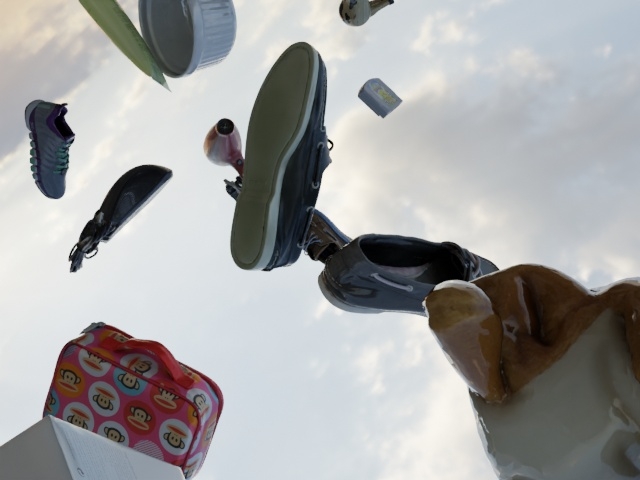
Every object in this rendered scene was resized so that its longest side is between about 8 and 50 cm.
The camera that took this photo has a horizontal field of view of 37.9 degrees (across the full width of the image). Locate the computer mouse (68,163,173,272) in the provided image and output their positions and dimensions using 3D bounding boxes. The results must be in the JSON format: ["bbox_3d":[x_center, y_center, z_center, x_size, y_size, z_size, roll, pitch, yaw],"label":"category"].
[{"bbox_3d":[-0.383,-0.068,1.762,0.188,0.072,0.272,-41,-172,50],"label":"computer mouse"}]

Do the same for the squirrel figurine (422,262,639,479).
[{"bbox_3d":[0.331,0.110,0.831,0.370,0.281,0.397,-19,176,16],"label":"squirrel figurine"}]

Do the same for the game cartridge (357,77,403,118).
[{"bbox_3d":[0.082,-0.201,1.302,0.017,0.056,0.083,-51,178,29],"label":"game cartridge"}]

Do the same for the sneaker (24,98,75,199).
[{"bbox_3d":[-0.567,-0.189,1.999,0.098,0.223,0.083,6,-154,24],"label":"sneaker"}]

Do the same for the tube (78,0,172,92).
[{"bbox_3d":[-0.361,-0.374,1.729,0.070,0.240,0.062,-29,166,-42],"label":"tube"}]

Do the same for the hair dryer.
[{"bbox_3d":[-0.154,-0.156,1.948,0.224,0.293,0.080,27,-111,39],"label":"hair dryer"}]

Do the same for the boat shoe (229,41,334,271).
[{"bbox_3d":[-0.037,-0.116,1.381,0.127,0.113,0.340,12,-88,49],"label":"boat shoe"}]

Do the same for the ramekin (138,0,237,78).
[{"bbox_3d":[-0.248,-0.417,1.764,0.109,0.207,0.207,-19,-171,-36],"label":"ramekin"}]

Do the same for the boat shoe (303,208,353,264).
[{"bbox_3d":[0.000,0.000,1.628,0.066,0.183,0.066,-55,-174,32],"label":"boat shoe"}]

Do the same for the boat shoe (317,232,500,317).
[{"bbox_3d":[0.155,0.047,1.314,0.095,0.335,0.112,-55,-133,39],"label":"boat shoe"}]

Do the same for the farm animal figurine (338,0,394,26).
[{"bbox_3d":[0.039,-0.583,1.759,0.172,0.330,0.327,-28,-176,-21],"label":"farm animal figurine"}]

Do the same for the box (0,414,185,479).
[{"bbox_3d":[-0.305,0.378,1.165,0.215,0.345,0.168,-33,-119,3],"label":"box"}]

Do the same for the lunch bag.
[{"bbox_3d":[-0.319,0.276,1.588,0.120,0.293,0.258,-39,152,-62],"label":"lunch bag"}]
